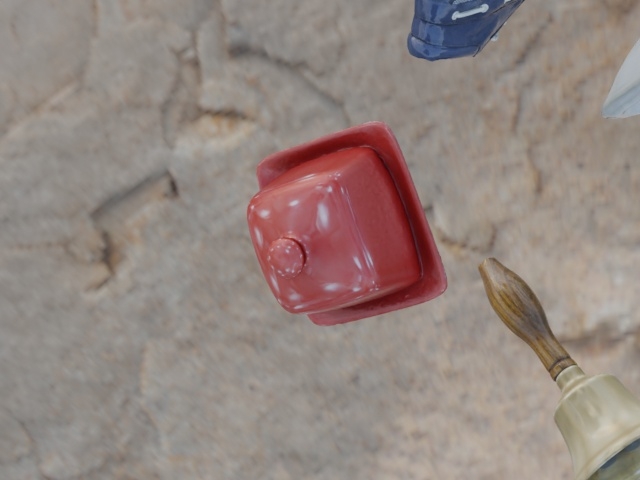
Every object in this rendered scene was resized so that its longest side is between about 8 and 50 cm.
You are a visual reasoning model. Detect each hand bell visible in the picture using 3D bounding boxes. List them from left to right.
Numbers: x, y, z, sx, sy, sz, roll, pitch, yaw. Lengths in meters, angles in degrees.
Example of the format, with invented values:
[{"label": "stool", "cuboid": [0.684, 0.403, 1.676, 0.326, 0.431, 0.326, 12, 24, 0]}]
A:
[{"label": "hand bell", "cuboid": [0.213, 0.107, 1.694, 0.126, 0.126, 0.242, -32, 61, -2]}]

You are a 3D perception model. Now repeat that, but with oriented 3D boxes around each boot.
[{"label": "boot", "cuboid": [0.128, -0.191, 1.429, 0.069, 0.190, 0.086, 29, 121, 31]}]

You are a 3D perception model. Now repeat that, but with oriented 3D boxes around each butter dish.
[{"label": "butter dish", "cuboid": [0.000, 0.000, 1.591, 0.160, 0.118, 0.160, -16, 96, 39]}]

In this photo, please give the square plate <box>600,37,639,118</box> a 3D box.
[{"label": "square plate", "cuboid": [0.321, -0.159, 0.731, 0.347, 0.344, 0.049, -15, 77, -27]}]
